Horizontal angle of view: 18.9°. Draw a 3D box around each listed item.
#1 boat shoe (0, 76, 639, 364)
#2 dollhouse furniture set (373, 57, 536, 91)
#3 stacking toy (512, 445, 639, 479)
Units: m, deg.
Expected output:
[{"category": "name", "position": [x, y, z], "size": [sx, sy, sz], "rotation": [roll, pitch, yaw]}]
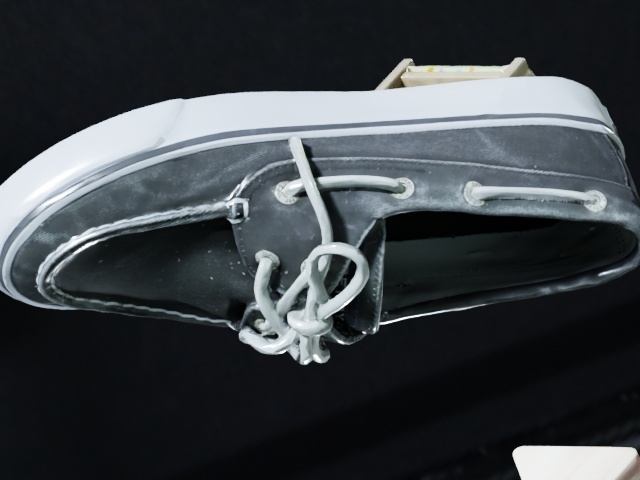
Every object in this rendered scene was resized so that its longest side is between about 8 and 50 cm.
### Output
[{"category": "boat shoe", "position": [0.000, 0.003, 0.890], "size": [0.306, 0.105, 0.113], "rotation": [-5, -41, -13]}, {"category": "dollhouse furniture set", "position": [0.140, -0.048, 1.438], "size": [0.101, 0.182, 0.161], "rotation": [-48, -51, -38]}, {"category": "stacking toy", "position": [0.273, 0.223, 1.193], "size": [0.279, 0.309, 0.130], "rotation": [-17, -49, 14]}]
